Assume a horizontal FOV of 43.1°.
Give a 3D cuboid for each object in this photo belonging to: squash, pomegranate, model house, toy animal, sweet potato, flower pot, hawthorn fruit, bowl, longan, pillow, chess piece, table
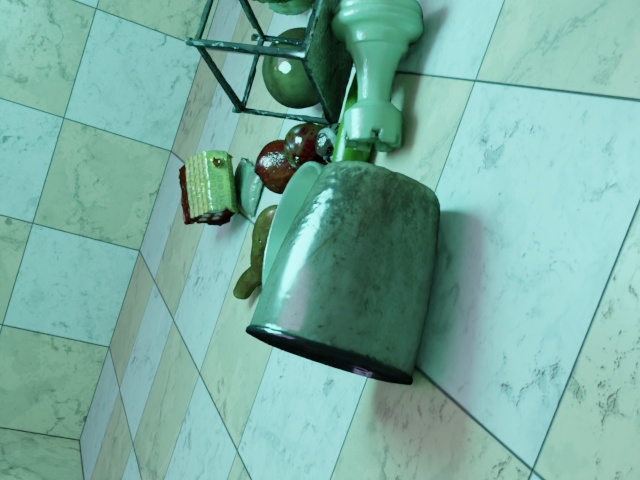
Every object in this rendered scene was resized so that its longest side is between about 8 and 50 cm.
[{"bbox_3d":[0.083,-0.253,1.776,0.082,0.082,0.293,-7,67,66],"label":"squash"},{"bbox_3d":[-0.009,-0.234,1.954,0.159,0.129,0.129,-36,22,-9],"label":"pomegranate"},{"bbox_3d":[-0.335,-0.159,2.475,0.254,0.160,0.196,149,115,-71],"label":"model house"},{"bbox_3d":[0.039,-0.238,1.855,0.098,0.098,0.137,-20,51,63],"label":"toy animal"},{"bbox_3d":[-0.141,0.039,2.084,0.385,0.109,0.109,113,160,-48],"label":"sweet potato"},{"bbox_3d":[0.063,0.054,1.391,0.293,0.293,0.330,-7,61,66],"label":"flower pot"},{"bbox_3d":[-0.078,-0.192,2.065,0.172,0.148,0.148,-12,60,34],"label":"hawthorn fruit"},{"bbox_3d":[0.000,0.000,1.696,0.307,0.163,0.307,-47,34,48],"label":"bowl"},{"bbox_3d":[-0.054,-0.441,2.081,0.196,0.196,0.220,-47,39,48],"label":"longan"},{"bbox_3d":[-0.224,-0.167,2.477,0.229,0.050,0.148,-139,57,-67],"label":"pillow"},{"bbox_3d":[0.113,-0.339,1.663,0.194,0.194,0.299,166,108,-64],"label":"chess piece"},{"bbox_3d":[-0.096,-0.434,1.801,0.335,0.272,0.222,57,-135,-69],"label":"table"}]

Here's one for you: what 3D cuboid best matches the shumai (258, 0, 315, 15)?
[{"bbox_3d":[-0.096,-0.834,2.294,0.348,0.395,0.395,-87,16,-83],"label":"shumai"}]
